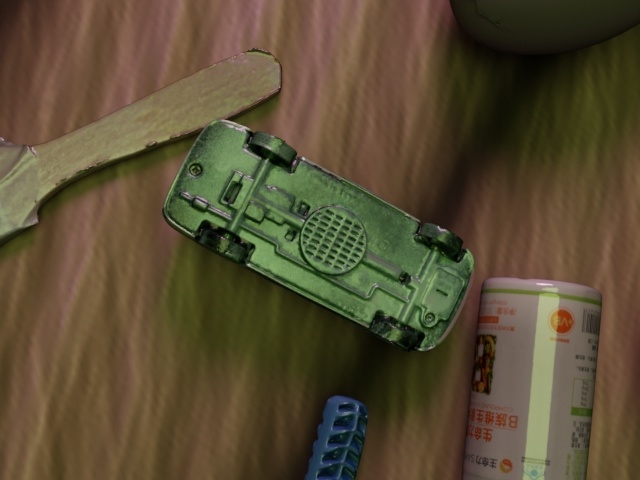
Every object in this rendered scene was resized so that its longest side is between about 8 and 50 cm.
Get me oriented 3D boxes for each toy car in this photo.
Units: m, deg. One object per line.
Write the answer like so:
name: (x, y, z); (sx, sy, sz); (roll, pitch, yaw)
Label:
toy car: (0.000, 0.000, 0.642); (0.224, 0.076, 0.090); (28, 81, -7)

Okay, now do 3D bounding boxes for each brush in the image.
brush: (-0.182, -0.064, 0.669); (0.336, 0.020, 0.085); (-23, 84, -6)

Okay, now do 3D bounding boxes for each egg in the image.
egg: (0.183, -0.213, 0.641); (0.199, 0.146, 0.146); (-32, 86, -1)

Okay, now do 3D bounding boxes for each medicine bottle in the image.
medicine bottle: (0.147, 0.121, 0.630); (0.086, 0.086, 0.183); (8, 82, -2)

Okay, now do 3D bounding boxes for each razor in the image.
razor: (-0.014, 0.234, 0.629); (0.082, 0.042, 0.253); (19, 82, -28)
